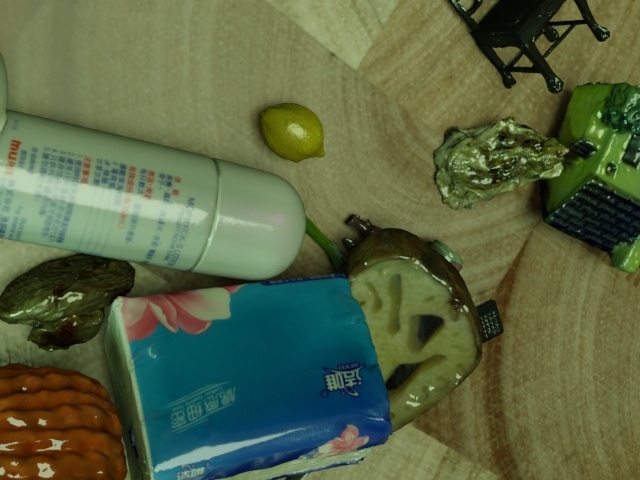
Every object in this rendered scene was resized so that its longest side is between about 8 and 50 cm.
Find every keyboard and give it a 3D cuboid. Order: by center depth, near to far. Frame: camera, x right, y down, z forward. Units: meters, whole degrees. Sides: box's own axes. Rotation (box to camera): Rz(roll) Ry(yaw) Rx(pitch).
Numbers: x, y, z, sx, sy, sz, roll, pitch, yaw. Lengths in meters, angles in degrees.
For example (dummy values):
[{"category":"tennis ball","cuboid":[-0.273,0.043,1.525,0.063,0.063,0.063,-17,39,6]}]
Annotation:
[{"category":"keyboard","cuboid":[0.172,0.130,1.171,0.155,0.010,0.053,-24,105,-16]}]

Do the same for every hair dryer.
[{"category":"hair dryer","cuboid":[0.092,0.019,1.109,0.154,0.054,0.106,42,90,-12]}]

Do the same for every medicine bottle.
[{"category":"medicine bottle","cuboid":[-0.178,-0.038,0.942,0.341,0.130,0.130,11,95,-21]}]

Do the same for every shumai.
[{"category":"shumai","cuboid":[-0.258,0.065,0.939,0.139,0.123,0.105,-42,120,-21]}]

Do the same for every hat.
[{"category":"hat","cuboid":[-0.403,0.244,0.828,0.400,0.285,0.285,13,94,-24]}]

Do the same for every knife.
[{"category":"knife","cuboid":[0.000,0.000,1.076,0.184,0.022,0.026,45,55,-22]}]

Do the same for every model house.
[{"category":"model house","cuboid":[0.393,-0.074,1.137,0.194,0.170,0.211,21,92,-25]}]

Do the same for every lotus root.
[{"category":"lotus root","cuboid":[0.109,0.111,1.070,0.170,0.074,0.260,-13,112,7]}]

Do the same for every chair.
[{"category":"chair","cuboid":[0.225,-0.297,1.069,0.106,0.113,0.229,-48,115,-9]}]

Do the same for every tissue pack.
[{"category":"tissue pack","cuboid":[-0.077,0.153,0.948,0.270,0.137,0.209,-5,67,-25]}]

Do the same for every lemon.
[{"category":"lemon","cuboid":[-0.029,-0.124,1.022,0.092,0.065,0.065,34,86,-23]}]

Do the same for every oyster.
[{"category":"oyster","cuboid":[0.223,-0.105,1.116,0.166,0.053,0.108,-19,93,4]}]

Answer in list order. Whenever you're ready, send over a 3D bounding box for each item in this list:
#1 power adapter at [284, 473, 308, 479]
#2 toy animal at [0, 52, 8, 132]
[{"category":"power adapter","cuboid":[-0.113,0.332,1.036,0.255,0.124,0.187,-47,112,-9]},{"category":"toy animal","cuboid":[-0.393,-0.192,0.791,0.213,0.212,0.266,-3,96,-21]}]
